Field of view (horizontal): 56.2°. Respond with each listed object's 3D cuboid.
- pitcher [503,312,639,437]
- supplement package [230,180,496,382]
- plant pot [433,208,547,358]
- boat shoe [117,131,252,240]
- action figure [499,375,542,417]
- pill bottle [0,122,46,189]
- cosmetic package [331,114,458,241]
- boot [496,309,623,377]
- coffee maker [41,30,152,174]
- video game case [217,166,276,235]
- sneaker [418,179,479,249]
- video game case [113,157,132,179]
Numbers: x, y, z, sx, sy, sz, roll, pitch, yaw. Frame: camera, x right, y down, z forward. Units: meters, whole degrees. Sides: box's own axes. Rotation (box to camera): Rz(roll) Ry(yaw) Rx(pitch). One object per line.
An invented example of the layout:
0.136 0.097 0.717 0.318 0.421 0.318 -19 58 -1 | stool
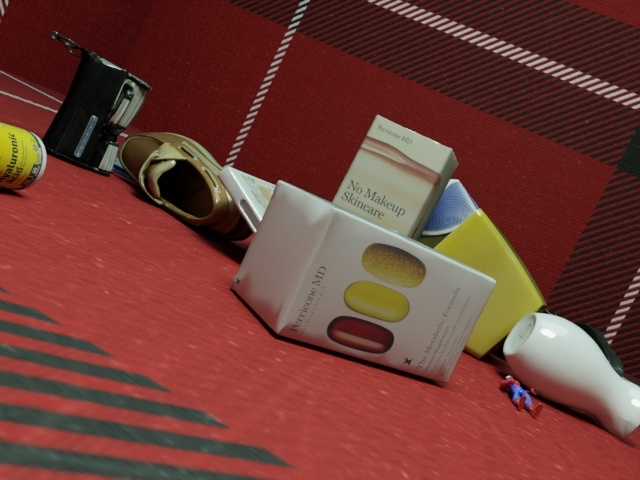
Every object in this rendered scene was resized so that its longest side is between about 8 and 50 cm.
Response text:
0.398 0.206 0.972 0.207 0.126 0.178 35 1 -1 | pitcher
0.049 0.049 0.672 0.244 0.139 0.134 22 5 -33 | supplement package
0.288 0.096 1.091 0.187 0.212 0.212 51 14 21 | plant pot
-0.237 -0.108 0.999 0.323 0.123 0.119 28 8 31 | boat shoe
0.272 0.208 0.823 0.038 0.030 0.115 21 3 1 | action figure
-0.330 -0.087 0.578 0.065 0.065 0.116 27 5 16 | pill bottle
0.105 -0.047 1.056 0.153 0.296 0.129 27 4 17 | cosmetic package
0.485 0.209 1.317 0.260 0.131 0.348 27 5 7 | boot
-0.400 -0.224 1.017 0.171 0.178 0.120 28 2 -10 | coffee maker
-0.047 -0.007 0.912 0.206 0.026 0.227 57 13 14 | video game case
0.184 0.004 1.239 0.182 0.315 0.128 39 28 -56 | sneaker
-0.370 -0.134 1.202 0.166 0.015 0.119 28 6 20 | video game case
